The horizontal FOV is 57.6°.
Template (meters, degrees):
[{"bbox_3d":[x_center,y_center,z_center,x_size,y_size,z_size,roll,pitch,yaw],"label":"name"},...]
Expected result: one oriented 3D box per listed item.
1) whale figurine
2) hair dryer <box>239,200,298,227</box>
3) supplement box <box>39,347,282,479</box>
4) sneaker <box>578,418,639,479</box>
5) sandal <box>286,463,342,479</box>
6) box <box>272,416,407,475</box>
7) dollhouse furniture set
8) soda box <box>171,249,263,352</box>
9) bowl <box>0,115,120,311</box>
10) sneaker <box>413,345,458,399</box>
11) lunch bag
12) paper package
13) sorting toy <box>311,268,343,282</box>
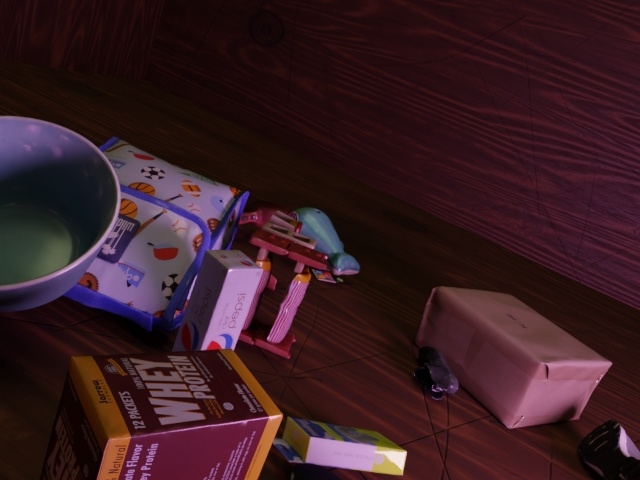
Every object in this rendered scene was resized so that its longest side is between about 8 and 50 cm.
[{"bbox_3d":[0.000,0.000,1.645,0.216,0.141,0.272,3,24,-47],"label":"whale figurine"},{"bbox_3d":[-0.206,-0.053,1.606,0.293,0.080,0.223,-5,19,6],"label":"hair dryer"},{"bbox_3d":[-0.179,0.236,0.639,0.194,0.191,0.129,6,23,-40],"label":"supplement box"},{"bbox_3d":[0.589,0.447,1.128,0.108,0.100,0.271,46,14,-4],"label":"sneaker"},{"bbox_3d":[0.054,0.372,0.741,0.097,0.054,0.254,3,25,-46],"label":"sandal"},{"bbox_3d":[0.024,0.305,0.868,0.178,0.042,0.109,15,-6,-19],"label":"box"},{"bbox_3d":[-0.082,0.076,1.252,0.152,0.201,0.374,21,11,0],"label":"dollhouse furniture set"},{"bbox_3d":[-0.172,0.124,0.941,0.074,0.216,0.069,2,24,-48],"label":"soda box"},{"bbox_3d":[-0.459,-0.019,0.864,0.311,0.163,0.311,9,52,-11],"label":"bowl"},{"bbox_3d":[0.234,0.278,1.247,0.089,0.051,0.170,17,20,-29],"label":"sneaker"},{"bbox_3d":[-0.354,-0.009,1.123,0.327,0.239,0.385,22,32,1],"label":"lunch bag"},{"bbox_3d":[0.442,0.259,1.362,0.309,0.168,0.325,8,21,-38],"label":"paper package"},{"bbox_3d":[0.020,0.097,1.597,0.083,0.012,0.062,12,19,-27],"label":"sorting toy"}]
